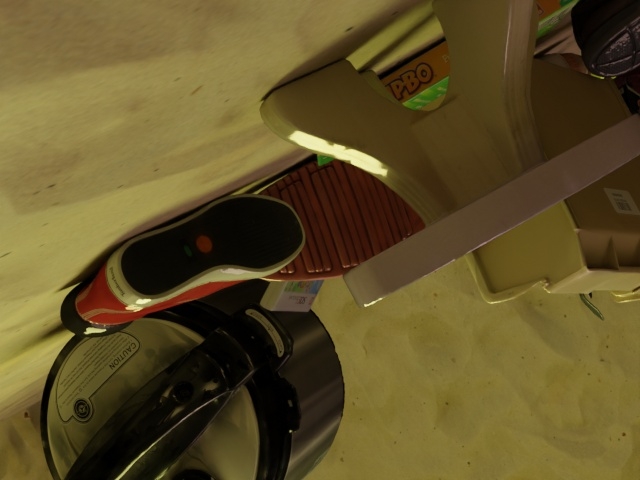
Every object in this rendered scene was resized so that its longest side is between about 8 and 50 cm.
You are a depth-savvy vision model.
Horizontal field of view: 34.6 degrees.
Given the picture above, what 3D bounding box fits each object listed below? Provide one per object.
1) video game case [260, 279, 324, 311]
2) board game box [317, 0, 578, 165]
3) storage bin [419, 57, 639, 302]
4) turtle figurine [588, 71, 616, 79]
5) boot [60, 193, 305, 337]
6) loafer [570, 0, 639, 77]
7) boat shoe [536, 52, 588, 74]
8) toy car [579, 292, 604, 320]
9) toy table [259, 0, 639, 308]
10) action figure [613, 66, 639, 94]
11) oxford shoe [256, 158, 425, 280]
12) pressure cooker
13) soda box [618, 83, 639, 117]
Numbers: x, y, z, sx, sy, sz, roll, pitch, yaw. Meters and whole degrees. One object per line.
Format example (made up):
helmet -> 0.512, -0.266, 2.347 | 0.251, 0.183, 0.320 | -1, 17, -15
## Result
video game case -> 0.000, 0.000, 1.397 | 0.212, 0.023, 0.193 | -63, 166, 2
board game box -> 0.103, -0.148, 0.919 | 0.259, 0.039, 0.124 | -33, 178, -1
storage bin -> 0.250, -0.058, 1.084 | 0.262, 0.260, 0.123 | 4, 148, -46
turtle figurine -> 0.502, -0.250, 1.572 | 0.217, 0.269, 0.087 | -170, -85, -83
boot -> -0.146, 0.031, 1.078 | 0.244, 0.088, 0.176 | -18, 171, -40
loafer -> 0.394, -0.296, 1.082 | 0.302, 0.095, 0.109 | -36, 144, 28
boat shoe -> 0.319, -0.204, 1.631 | 0.103, 0.113, 0.302 | -24, 175, -23
toy car -> 0.364, 0.015, 1.435 | 0.149, 0.188, 0.155 | -19, -162, 14
toy table -> 0.098, -0.080, 0.742 | 0.274, 0.161, 0.252 | -28, 177, -43
action figure -> 0.399, -0.157, 1.341 | 0.370, 0.276, 0.248 | -3, -155, 3
oxford shoe -> 0.057, -0.055, 1.235 | 0.397, 0.140, 0.146 | -20, -165, -23
pressure cooker -> -0.180, 0.241, 1.462 | 0.375, 0.370, 0.420 | 5, -172, 18
soda box -> 0.326, -0.113, 1.247 | 0.169, 0.060, 0.053 | -37, -141, 39
